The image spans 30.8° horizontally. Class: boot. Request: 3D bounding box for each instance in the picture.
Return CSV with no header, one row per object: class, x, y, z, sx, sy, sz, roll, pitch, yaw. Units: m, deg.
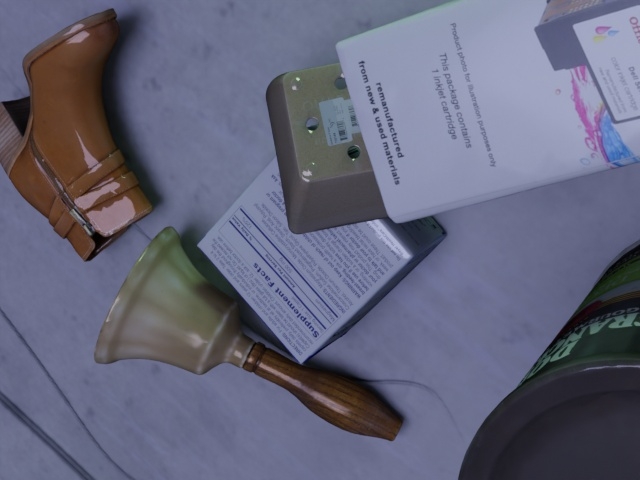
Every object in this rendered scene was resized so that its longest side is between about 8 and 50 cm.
boot,-0.186,-0.084,0.958,0.152,0.073,0.197,53,133,4

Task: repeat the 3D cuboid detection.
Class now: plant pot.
plant pot,0.020,-0.072,0.781,0.109,0.096,0.109,-10,82,1

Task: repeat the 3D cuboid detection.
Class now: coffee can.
coffee can,0.221,0.118,0.695,0.202,0.275,0.201,8,109,24

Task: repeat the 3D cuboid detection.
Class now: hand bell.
hand bell,-0.046,0.100,0.940,0.242,0.126,0.126,28,117,3

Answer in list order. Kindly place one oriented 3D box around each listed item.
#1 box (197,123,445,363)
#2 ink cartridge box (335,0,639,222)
box,0.000,0.000,0.887,0.126,0.072,0.137,49,119,8
ink cartridge box,0.183,-0.113,0.684,0.278,0.201,0.117,-14,97,29
